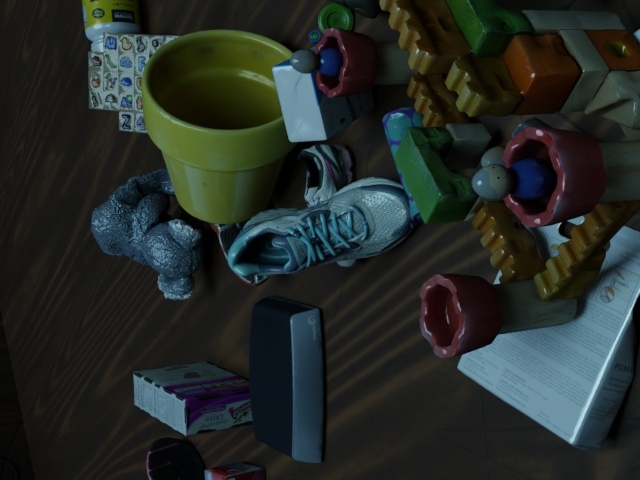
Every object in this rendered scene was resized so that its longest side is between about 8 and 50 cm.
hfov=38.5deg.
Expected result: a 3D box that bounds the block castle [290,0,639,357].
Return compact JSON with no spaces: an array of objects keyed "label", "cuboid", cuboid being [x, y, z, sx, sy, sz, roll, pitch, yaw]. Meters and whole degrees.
[{"label":"block castle","cuboid":[0.137,-0.139,0.953,0.303,0.213,0.453,114,144,-49]}]

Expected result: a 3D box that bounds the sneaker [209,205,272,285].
[{"label":"sneaker","cuboid":[-0.142,-0.031,1.590,0.118,0.107,0.279,100,151,-55]}]

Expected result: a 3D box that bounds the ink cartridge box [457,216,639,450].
[{"label":"ink cartridge box","cuboid":[0.270,0.084,1.015,0.189,0.066,0.232,32,99,51]}]

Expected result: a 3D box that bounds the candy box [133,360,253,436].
[{"label":"candy box","cuboid":[-0.226,0.285,1.678,0.233,0.159,0.071,10,102,57]}]

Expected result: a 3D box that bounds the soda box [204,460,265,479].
[{"label":"soda box","cuboid":[-0.145,0.542,1.659,0.092,0.084,0.263,-7,88,57]}]

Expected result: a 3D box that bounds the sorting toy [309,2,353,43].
[{"label":"sorting toy","cuboid":[0.014,-0.295,1.342,0.042,0.061,0.101,-86,5,-82]}]

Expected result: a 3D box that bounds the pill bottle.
[{"label":"pill bottle","cuboid":[-0.442,-0.485,1.939,0.119,0.119,0.208,-10,86,57]}]

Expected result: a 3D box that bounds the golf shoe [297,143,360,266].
[{"label":"golf shoe","cuboid":[0.011,-0.049,1.340,0.067,0.086,0.186,-23,77,55]}]

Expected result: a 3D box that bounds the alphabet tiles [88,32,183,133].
[{"label":"alphabet tiles","cuboid":[-0.377,-0.318,1.859,0.237,0.009,0.198,9,104,26]}]

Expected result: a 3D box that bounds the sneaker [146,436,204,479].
[{"label":"sneaker","cuboid":[-0.280,0.543,1.837,0.313,0.116,0.136,56,139,36]}]

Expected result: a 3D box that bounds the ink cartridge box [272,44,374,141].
[{"label":"ink cartridge box","cuboid":[0.015,-0.211,1.243,0.060,0.180,0.104,-1,114,32]}]

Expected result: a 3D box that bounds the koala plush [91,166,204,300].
[{"label":"koala plush","cuboid":[-0.305,-0.002,1.755,0.221,0.203,0.196,41,129,32]}]

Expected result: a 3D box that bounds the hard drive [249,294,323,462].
[{"label":"hard drive","cuboid":[-0.060,0.228,1.512,0.172,0.054,0.254,10,102,56]}]

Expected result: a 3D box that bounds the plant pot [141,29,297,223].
[{"label":"plant pot","cuboid":[-0.150,-0.163,1.449,0.254,0.254,0.239,57,154,36]}]

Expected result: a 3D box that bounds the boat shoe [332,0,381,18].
[{"label":"boat shoe","cuboid":[-0.002,-0.418,1.297,0.324,0.123,0.119,40,111,41]}]

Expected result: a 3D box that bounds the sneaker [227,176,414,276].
[{"label":"sneaker","cuboid":[0.000,0.000,1.251,0.283,0.122,0.110,-17,103,27]}]

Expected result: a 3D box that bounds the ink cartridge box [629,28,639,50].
[{"label":"ink cartridge box","cuboid":[0.408,-0.114,0.744,0.296,0.066,0.261,-31,67,54]}]

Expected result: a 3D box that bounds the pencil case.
[{"label":"pencil case","cuboid":[0.127,-0.096,1.175,0.070,0.065,0.151,46,-151,-72]}]
